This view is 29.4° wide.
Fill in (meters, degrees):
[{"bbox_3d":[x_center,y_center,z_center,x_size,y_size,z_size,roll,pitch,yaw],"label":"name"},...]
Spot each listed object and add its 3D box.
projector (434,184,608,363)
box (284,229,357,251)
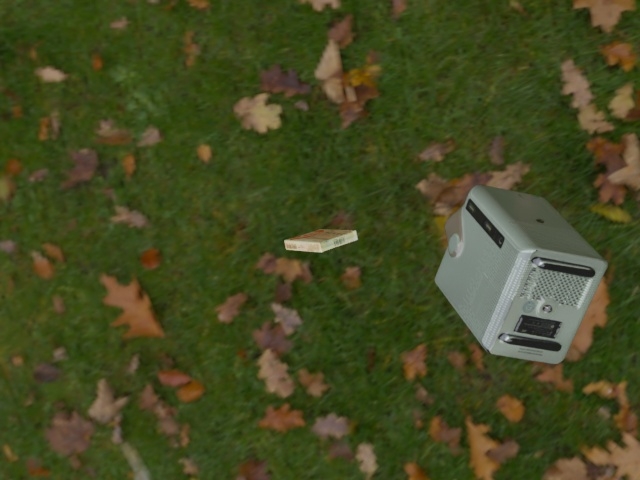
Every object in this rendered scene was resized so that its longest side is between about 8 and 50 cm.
[{"bbox_3d":[0.281,0.041,1.768,0.177,0.163,0.242,-69,27,23],"label":"projector"},{"bbox_3d":[0.000,0.000,1.587,0.093,0.058,0.015,4,110,59],"label":"box"}]
